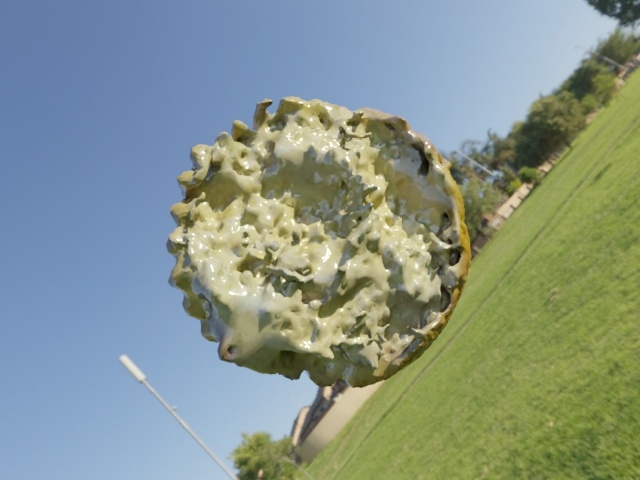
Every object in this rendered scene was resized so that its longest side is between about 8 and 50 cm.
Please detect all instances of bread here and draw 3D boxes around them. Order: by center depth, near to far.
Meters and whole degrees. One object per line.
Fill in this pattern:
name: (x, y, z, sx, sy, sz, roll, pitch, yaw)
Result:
bread: (0.000, 0.000, 0.456, 0.274, 0.274, 0.149, -46, 1, -16)
